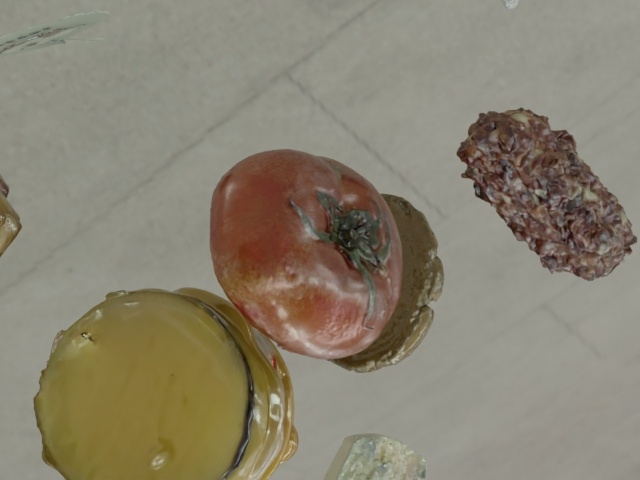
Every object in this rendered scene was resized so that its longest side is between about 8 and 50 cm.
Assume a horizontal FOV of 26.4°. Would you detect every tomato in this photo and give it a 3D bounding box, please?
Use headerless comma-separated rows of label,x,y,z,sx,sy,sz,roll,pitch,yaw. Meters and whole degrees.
tomato,0.000,0.000,1.396,0.236,0.237,0.095,-3,155,-45

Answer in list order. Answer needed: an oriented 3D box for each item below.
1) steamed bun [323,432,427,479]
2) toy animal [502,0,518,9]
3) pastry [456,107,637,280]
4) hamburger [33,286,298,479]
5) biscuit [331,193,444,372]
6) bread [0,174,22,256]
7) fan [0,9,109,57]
steamed bun,0.086,0.425,2.239,0.200,0.170,0.225,-80,-169,-85
toy animal,0.280,-0.357,1.605,0.181,0.131,0.127,-23,166,13
pastry,0.223,-0.050,1.352,0.115,0.208,0.097,-28,-156,42
hamburger,-0.155,0.185,1.535,0.276,0.276,0.237,-38,162,11
biscuit,0.060,0.050,1.622,0.042,0.226,0.226,18,126,-43
bread,-0.424,-0.056,1.004,0.314,0.370,0.191,-44,-169,10
fan,-0.335,-0.255,1.746,0.190,0.009,0.329,-18,-177,11
